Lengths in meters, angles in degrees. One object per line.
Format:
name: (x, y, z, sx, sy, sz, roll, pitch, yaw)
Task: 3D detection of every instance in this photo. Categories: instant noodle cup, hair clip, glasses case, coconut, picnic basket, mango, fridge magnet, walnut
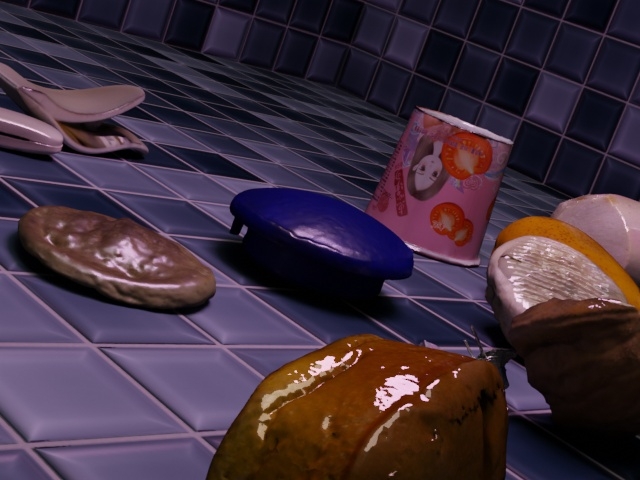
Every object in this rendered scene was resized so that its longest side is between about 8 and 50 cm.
instant noodle cup: (0.218, -0.103, 2.078, 0.243, 0.231, 0.243, 20, 12, -5)
hair clip: (-0.398, -0.205, 1.864, 0.282, 0.113, 0.172, 2, 21, -39)
glasses case: (-0.476, -0.168, 1.679, 0.204, 0.051, 0.081, 14, 13, -24)
coconut: (0.483, 0.023, 1.980, 0.241, 0.241, 0.241, 19, 13, -4)
picnic basket: (0.189, 0.144, 1.356, 0.083, 0.083, 0.065, 62, -5, 14)
mango: (0.391, 0.072, 1.804, 0.290, 0.160, 0.191, 37, 13, 24)
fridge magnet: (0.000, 0.000, 1.573, 0.265, 0.112, 0.265, 18, 12, -4)
walnut: (0.339, 0.154, 1.323, 0.204, 0.141, 0.238, -6, -23, 34)

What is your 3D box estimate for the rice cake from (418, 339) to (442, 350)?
rice cake: (0.123, 0.158, 1.283, 0.033, 0.033, 0.207, 29, 13, -4)

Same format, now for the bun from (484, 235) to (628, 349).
bun: (0.327, 0.099, 1.628, 0.210, 0.116, 0.237, 16, 40, -7)

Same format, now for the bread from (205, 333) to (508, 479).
bread: (0.038, 0.165, 0.765, 0.143, 0.195, 0.270, 19, 15, 28)

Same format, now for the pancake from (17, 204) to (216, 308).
pancake: (-0.233, 0.011, 1.308, 0.242, 0.050, 0.242, 18, 13, -4)
